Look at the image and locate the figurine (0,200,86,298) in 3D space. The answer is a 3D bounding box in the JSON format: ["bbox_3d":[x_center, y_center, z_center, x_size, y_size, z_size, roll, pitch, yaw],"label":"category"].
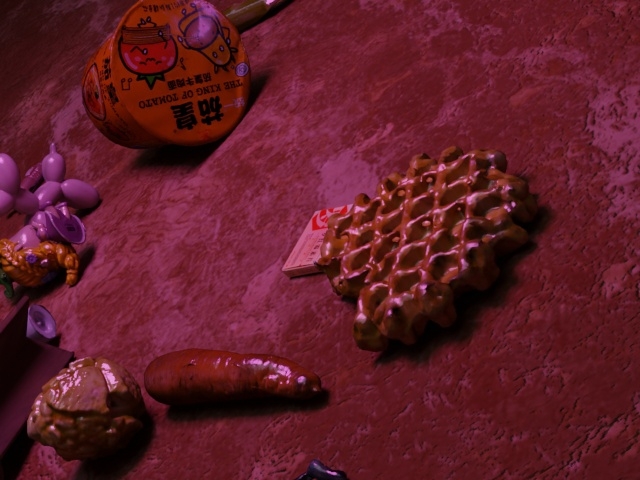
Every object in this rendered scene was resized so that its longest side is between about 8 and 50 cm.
[{"bbox_3d":[-0.386,0.032,1.824,0.156,0.095,0.114,-32,67,23],"label":"figurine"}]

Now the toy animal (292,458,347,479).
[{"bbox_3d":[-0.089,0.271,1.118,0.079,0.070,0.253,36,59,27],"label":"toy animal"}]

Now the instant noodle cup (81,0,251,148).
[{"bbox_3d":[-0.229,-0.223,1.887,0.172,0.216,0.215,-13,36,56],"label":"instant noodle cup"}]

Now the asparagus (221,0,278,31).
[{"bbox_3d":[-0.105,-0.362,2.112,0.178,0.041,0.045,-22,55,22],"label":"asparagus"}]

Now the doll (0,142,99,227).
[{"bbox_3d":[-0.407,-0.063,1.897,0.059,0.160,0.161,-3,43,49],"label":"doll"}]

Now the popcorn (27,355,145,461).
[{"bbox_3d":[-0.236,0.180,1.392,0.106,0.121,0.116,29,95,23],"label":"popcorn"}]

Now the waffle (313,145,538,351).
[{"bbox_3d":[0.086,0.003,1.303,0.253,0.056,0.249,6,50,51],"label":"waffle"}]

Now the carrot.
[{"bbox_3d":[-0.087,0.135,1.321,0.248,0.059,0.059,-5,42,44],"label":"carrot"}]

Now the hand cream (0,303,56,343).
[{"bbox_3d":[-0.472,0.186,1.725,0.331,0.058,0.085,-34,41,21],"label":"hand cream"}]

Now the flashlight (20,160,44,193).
[{"bbox_3d":[-0.472,-0.087,2.153,0.052,0.031,0.110,-14,36,41],"label":"flashlight"}]

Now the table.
[{"bbox_3d":[-0.391,0.177,1.542,0.167,0.167,0.226,-22,23,30],"label":"table"}]

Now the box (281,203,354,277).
[{"bbox_3d":[0.000,0.000,1.456,0.058,0.015,0.093,-10,39,42],"label":"box"}]
